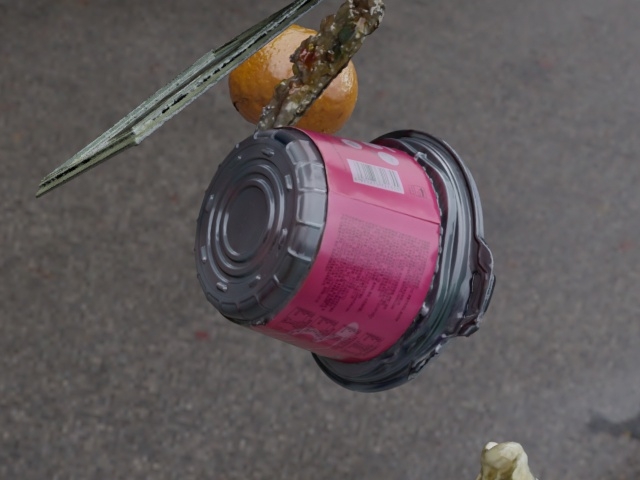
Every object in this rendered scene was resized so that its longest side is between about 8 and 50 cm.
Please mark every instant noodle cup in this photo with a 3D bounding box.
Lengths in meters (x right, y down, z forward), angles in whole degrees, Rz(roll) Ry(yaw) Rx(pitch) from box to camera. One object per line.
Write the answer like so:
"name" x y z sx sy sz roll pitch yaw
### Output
"instant noodle cup" 0.000 0.000 1.368 0.181 0.258 0.302 17 -10 -37

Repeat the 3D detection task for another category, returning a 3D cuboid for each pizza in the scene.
"pizza" -0.009 -0.181 1.545 0.052 0.195 0.185 37 -11 -6

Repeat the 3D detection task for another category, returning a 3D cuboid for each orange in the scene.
"orange" -0.039 -0.234 2.169 0.193 0.161 0.193 17 -12 4

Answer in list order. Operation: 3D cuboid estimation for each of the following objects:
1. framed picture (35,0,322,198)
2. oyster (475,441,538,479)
"framed picture" -0.130 -0.138 1.363 0.274 0.017 0.217 -43 13 -35
"oyster" 0.096 0.322 1.193 0.115 0.351 0.238 29 12 21
